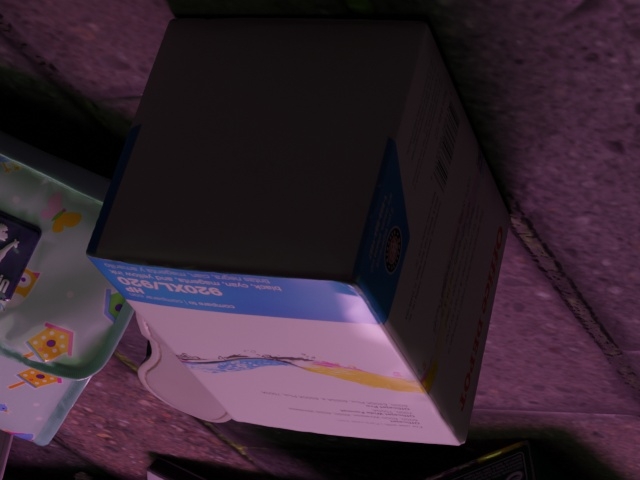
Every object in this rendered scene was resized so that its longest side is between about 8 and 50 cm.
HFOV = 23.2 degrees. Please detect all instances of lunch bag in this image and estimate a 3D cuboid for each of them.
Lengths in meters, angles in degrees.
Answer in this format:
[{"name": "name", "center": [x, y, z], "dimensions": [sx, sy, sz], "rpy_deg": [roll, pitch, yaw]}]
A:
[{"name": "lunch bag", "center": [-0.245, 0.013, 1.141], "dimensions": [0.223, 0.160, 0.262], "rpy_deg": [26, 142, -14]}]

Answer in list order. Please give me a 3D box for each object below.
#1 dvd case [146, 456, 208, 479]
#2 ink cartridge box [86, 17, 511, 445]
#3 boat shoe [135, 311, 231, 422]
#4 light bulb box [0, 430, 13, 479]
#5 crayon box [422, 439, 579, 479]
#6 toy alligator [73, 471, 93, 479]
[{"name": "dvd case", "center": [-0.087, 0.353, 1.756], "dimensions": [0.239, 0.029, 0.179], "rpy_deg": [24, 138, 20]}, {"name": "ink cartridge box", "center": [0.000, 0.000, 0.954], "dimensions": [0.168, 0.171, 0.232], "rpy_deg": [4, 152, 23]}, {"name": "boat shoe", "center": [-0.103, 0.072, 1.266], "dimensions": [0.095, 0.079, 0.254], "rpy_deg": [13, 152, 11]}, {"name": "light bulb box", "center": [-0.506, 0.202, 1.472], "dimensions": [0.358, 0.225, 0.361], "rpy_deg": [19, 155, -18]}, {"name": "crayon box", "center": [0.135, 0.364, 1.557], "dimensions": [0.363, 0.106, 0.313], "rpy_deg": [-27, 135, 25]}, {"name": "toy alligator", "center": [-0.305, 0.337, 1.946], "dimensions": [0.056, 0.051, 0.189], "rpy_deg": [16, 155, -3]}]
